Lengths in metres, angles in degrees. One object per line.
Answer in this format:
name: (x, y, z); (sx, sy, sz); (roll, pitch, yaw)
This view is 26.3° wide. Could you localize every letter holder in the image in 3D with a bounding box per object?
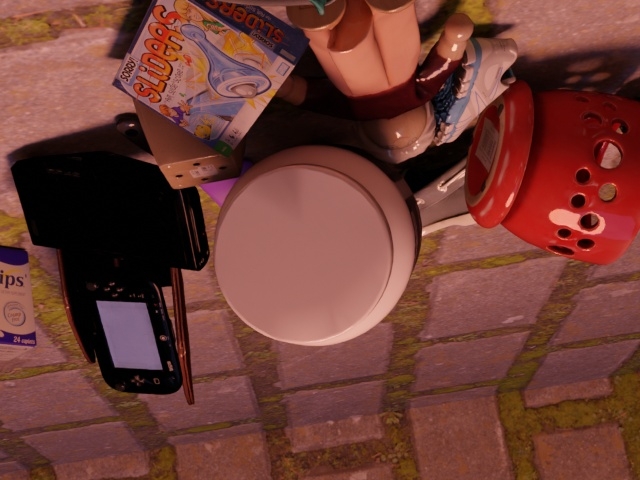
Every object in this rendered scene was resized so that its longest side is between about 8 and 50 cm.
letter holder: (-0.254, 0.111, 1.836); (0.152, 0.214, 0.302); (-8, 162, -5)

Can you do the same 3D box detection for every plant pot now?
plant pot: (-0.130, -0.113, 1.410); (0.109, 0.096, 0.109); (-10, 162, 3)
plant pot: (0.261, -0.079, 1.535); (0.174, 0.191, 0.191); (10, 158, -9)

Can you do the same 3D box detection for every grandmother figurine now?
grandmother figurine: (0.050, -0.166, 1.345); (0.207, 0.104, 0.342); (-4, 161, 12)

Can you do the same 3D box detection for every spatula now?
spatula: (-0.144, -0.089, 1.583); (0.084, 0.030, 0.296); (-18, 160, 22)

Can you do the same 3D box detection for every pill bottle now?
pill bottle: (0.000, 0.000, 1.473); (0.210, 0.210, 0.363); (-12, -178, 7)

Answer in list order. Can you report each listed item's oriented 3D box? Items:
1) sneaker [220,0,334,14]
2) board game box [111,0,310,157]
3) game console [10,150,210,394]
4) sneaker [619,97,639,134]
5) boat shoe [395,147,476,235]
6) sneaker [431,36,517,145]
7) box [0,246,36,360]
sneaker: (-0.008, -0.249, 0.926); (0.295, 0.178, 0.124); (-24, 157, 36)
board game box: (-0.105, -0.163, 1.259); (0.136, 0.035, 0.201); (32, 152, -7)
game console: (-0.221, 0.049, 1.588); (0.213, 0.044, 0.361); (8, 132, 19)
sneaker: (0.446, -0.132, 1.687); (0.124, 0.107, 0.283); (-34, 157, 11)
boat shoe: (0.122, -0.065, 1.740); (0.319, 0.116, 0.099); (-15, 119, 39)
sneaker: (0.164, -0.160, 1.468); (0.083, 0.071, 0.191); (-11, 163, -13)
box: (-0.443, 0.079, 1.769); (0.072, 0.137, 0.126); (-26, 156, 38)
